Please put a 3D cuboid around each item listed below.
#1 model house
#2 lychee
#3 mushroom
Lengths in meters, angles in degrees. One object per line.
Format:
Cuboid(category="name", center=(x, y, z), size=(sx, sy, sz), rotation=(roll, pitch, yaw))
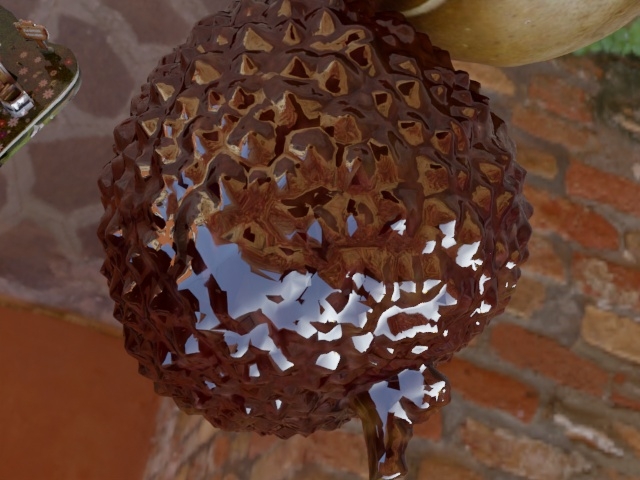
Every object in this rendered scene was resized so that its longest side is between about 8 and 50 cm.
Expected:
Cuboid(category="model house", center=(-0.464, -0.242, 1.229), size=(0.294, 0.207, 0.154), rotation=(33, 164, 30))
Cuboid(category="lychee", center=(0.000, 0.000, 0.592), size=(0.264, 0.300, 0.264), rotation=(-19, 170, -3))
Cuboid(category="mushroom", center=(0.087, -0.256, 0.644), size=(0.208, 0.302, 0.233), rotation=(-20, 172, -40))
